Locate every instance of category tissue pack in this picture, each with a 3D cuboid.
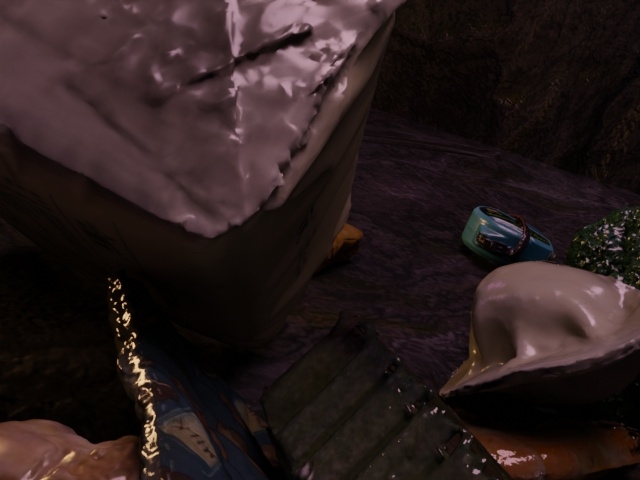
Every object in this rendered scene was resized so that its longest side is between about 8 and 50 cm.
[{"bbox_3d":[-0.122,-0.080,0.557,0.297,0.207,0.380,29,-15,4],"label":"tissue pack"}]

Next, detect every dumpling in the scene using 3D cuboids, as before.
[{"bbox_3d":[0.184,0.092,0.672,0.172,0.142,0.247,-27,-2,-28],"label":"dumpling"}]

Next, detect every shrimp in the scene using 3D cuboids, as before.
[{"bbox_3d":[0.188,0.173,0.668,0.236,0.053,0.133,4,0,-29],"label":"shrimp"}]

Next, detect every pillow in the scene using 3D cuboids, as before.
[{"bbox_3d":[-0.038,0.124,0.407,0.189,0.034,0.255,50,-3,-28],"label":"pillow"}]

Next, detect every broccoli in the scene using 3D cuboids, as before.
[{"bbox_3d":[0.352,0.085,0.806,0.269,0.270,0.270,18,-18,1],"label":"broccoli"}]

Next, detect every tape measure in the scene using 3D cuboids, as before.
[{"bbox_3d":[0.288,-0.003,1.218,0.125,0.081,0.146,20,17,-4],"label":"tape measure"}]

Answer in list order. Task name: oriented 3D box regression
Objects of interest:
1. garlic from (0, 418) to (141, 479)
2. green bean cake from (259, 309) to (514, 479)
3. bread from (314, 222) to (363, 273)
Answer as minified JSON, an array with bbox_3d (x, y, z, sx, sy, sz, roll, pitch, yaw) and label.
[{"bbox_3d":[-0.134,0.147,0.342,0.124,0.099,0.174,-2,22,-20],"label":"garlic"},{"bbox_3d":[0.060,0.147,0.420,0.181,0.094,0.173,49,-1,-36],"label":"green bean cake"},{"bbox_3d":[0.000,0.000,0.964,0.074,0.053,0.132,26,17,22],"label":"bread"}]
